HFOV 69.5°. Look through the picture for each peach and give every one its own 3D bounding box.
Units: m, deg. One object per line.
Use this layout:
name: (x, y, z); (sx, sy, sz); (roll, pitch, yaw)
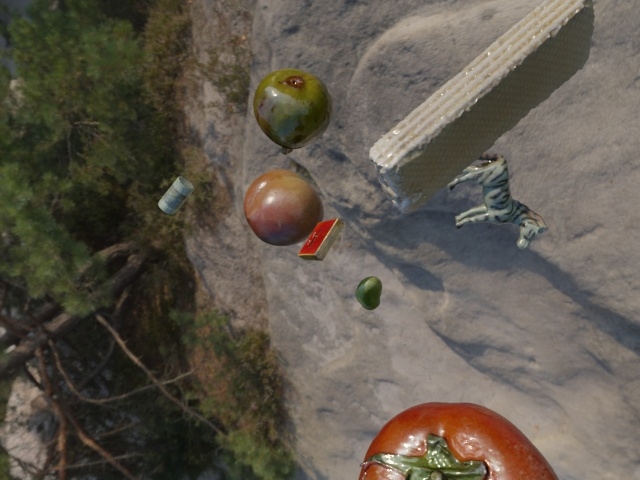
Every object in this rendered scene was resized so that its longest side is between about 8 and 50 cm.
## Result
peach: (-0.122, -0.100, 1.471); (0.252, 0.252, 0.253); (16, 124, 25)

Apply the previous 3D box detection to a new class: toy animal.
toy animal: (0.388, -0.080, 1.069); (0.169, 0.090, 0.255); (-32, 112, 21)

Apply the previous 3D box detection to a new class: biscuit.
biscuit: (0.266, -0.221, 0.757); (0.078, 0.426, 0.144); (49, 178, 40)

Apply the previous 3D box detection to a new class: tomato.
tomato: (0.236, 0.460, 0.787); (0.341, 0.341, 0.273); (-2, 134, 34)

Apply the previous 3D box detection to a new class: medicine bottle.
medicine bottle: (-0.340, -0.105, 1.086); (0.047, 0.047, 0.083); (46, 107, 2)

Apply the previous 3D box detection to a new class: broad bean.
broad bean: (0.104, 0.112, 0.987); (0.045, 0.063, 0.083); (-123, 19, -47)

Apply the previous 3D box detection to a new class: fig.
fig: (-0.062, -0.226, 0.866); (0.148, 0.142, 0.186); (43, 136, 25)

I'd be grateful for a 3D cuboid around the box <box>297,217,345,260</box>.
box: (0.000, 0.000, 0.957); (0.023, 0.090, 0.133); (37, 169, -13)
